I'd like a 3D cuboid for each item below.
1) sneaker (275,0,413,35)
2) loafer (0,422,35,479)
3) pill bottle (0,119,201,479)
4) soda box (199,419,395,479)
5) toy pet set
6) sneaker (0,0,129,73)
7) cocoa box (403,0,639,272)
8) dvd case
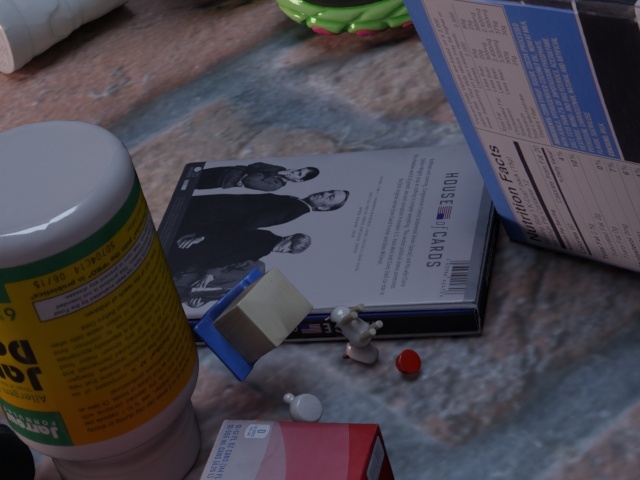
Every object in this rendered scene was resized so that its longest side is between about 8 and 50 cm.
[{"bbox_3d":[0.162,-0.319,1.158,0.483,0.202,0.185,-20,33,11],"label":"sneaker"},{"bbox_3d":[-0.250,0.159,0.853,0.170,0.062,0.061,-23,14,-16],"label":"loafer"},{"bbox_3d":[-0.135,0.048,0.819,0.118,0.208,0.117,-9,36,7],"label":"pill bottle"},{"bbox_3d":[-0.034,0.204,0.682,0.092,0.083,0.263,-1,38,18],"label":"soda box"},{"bbox_3d":[-0.023,0.080,0.868,0.122,0.114,0.065,-46,5,-36],"label":"toy pet set"},{"bbox_3d":[-0.299,-0.267,1.398,0.169,0.108,0.292,-33,49,-25],"label":"sneaker"},{"bbox_3d":[0.257,-0.169,0.895,0.228,0.231,0.347,16,57,42],"label":"cocoa box"},{"bbox_3d":[0.000,0.000,0.987,0.239,0.029,0.179,-2,38,16],"label":"dvd case"}]
